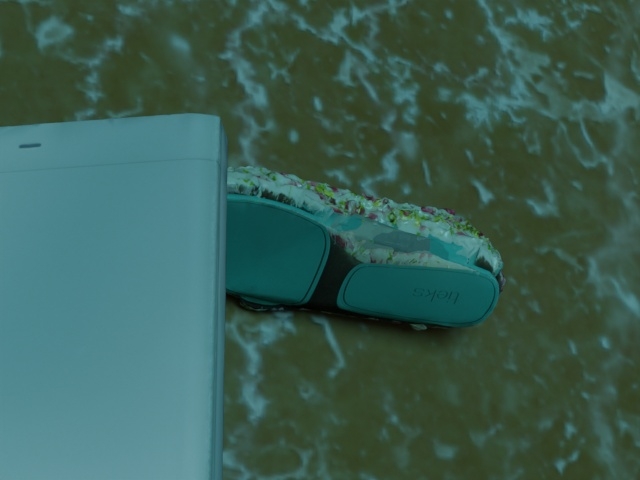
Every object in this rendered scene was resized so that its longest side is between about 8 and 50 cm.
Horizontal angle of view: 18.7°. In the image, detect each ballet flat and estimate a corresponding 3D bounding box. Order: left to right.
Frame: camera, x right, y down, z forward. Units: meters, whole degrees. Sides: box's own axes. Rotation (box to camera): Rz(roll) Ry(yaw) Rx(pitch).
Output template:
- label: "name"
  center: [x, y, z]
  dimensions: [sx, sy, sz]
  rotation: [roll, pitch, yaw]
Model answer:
- label: "ballet flat"
  center: [0.000, 0.000, 1.169]
  dimensions: [0.241, 0.091, 0.077]
  rotation: [16, 30, -27]

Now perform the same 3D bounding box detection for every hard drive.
- label: "hard drive"
  center: [-0.151, 0.083, 0.994]
  dimensions: [0.203, 0.040, 0.307]
  rotation: [-4, 64, 7]
